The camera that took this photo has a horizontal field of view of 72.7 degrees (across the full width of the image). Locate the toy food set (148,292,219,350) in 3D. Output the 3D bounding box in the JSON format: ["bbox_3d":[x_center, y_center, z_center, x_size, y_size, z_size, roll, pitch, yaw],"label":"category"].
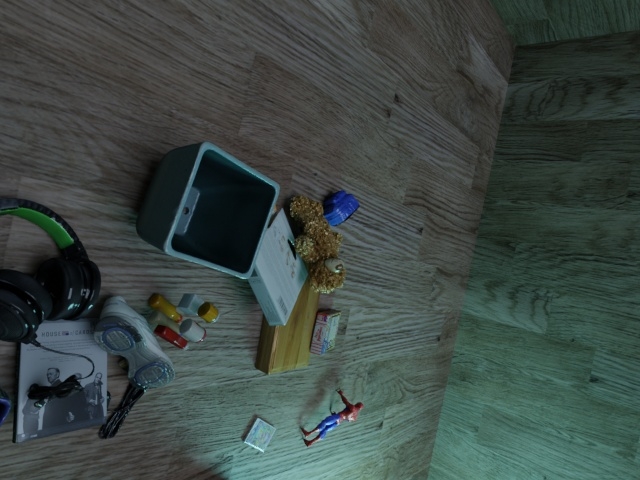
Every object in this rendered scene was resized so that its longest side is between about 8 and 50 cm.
[{"bbox_3d":[-0.333,0.205,1.080,0.105,0.232,0.111,54,45,-42],"label":"toy food set"}]

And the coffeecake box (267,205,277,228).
[{"bbox_3d":[-0.199,-0.050,1.313,0.142,0.068,0.186,-30,121,-43],"label":"coffeecake box"}]

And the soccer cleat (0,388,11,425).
[{"bbox_3d":[-0.676,0.402,0.776,0.093,0.121,0.289,55,43,-41],"label":"soccer cleat"}]

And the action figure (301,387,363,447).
[{"bbox_3d":[0.040,0.710,1.775,0.280,0.139,0.092,-18,117,-23],"label":"action figure"}]

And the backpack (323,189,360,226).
[{"bbox_3d":[0.063,-0.115,1.591,0.101,0.098,0.120,47,59,-11],"label":"backpack"}]

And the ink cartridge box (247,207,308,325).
[{"bbox_3d":[-0.136,0.077,1.322,0.239,0.060,0.275,-66,144,-51],"label":"ink cartridge box"}]

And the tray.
[{"bbox_3d":[-0.096,0.237,1.501,0.202,0.076,0.412,7,93,-50],"label":"tray"}]

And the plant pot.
[{"bbox_3d":[-0.296,-0.075,1.050,0.247,0.252,0.248,27,79,-49],"label":"plant pot"}]

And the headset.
[{"bbox_3d":[-0.562,0.121,0.840,0.395,0.185,0.243,68,21,-3],"label":"headset"}]

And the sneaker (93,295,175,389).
[{"bbox_3d":[-0.437,0.251,1.060,0.110,0.129,0.297,-18,129,-8],"label":"sneaker"}]

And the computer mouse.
[{"bbox_3d":[-0.528,0.360,1.028,0.184,0.060,0.262,-58,136,-22],"label":"computer mouse"}]

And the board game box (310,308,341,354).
[{"bbox_3d":[0.023,0.339,1.632,0.193,0.045,0.147,19,83,-73],"label":"board game box"}]

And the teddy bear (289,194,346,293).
[{"bbox_3d":[0.000,0.000,1.430,0.245,0.113,0.338,40,33,-50],"label":"teddy bear"}]

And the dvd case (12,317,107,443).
[{"bbox_3d":[-0.555,0.290,0.943,0.179,0.029,0.239,10,70,-50],"label":"dvd case"}]

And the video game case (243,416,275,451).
[{"bbox_3d":[-0.211,0.677,1.516,0.087,0.011,0.122,-59,136,-22],"label":"video game case"}]
